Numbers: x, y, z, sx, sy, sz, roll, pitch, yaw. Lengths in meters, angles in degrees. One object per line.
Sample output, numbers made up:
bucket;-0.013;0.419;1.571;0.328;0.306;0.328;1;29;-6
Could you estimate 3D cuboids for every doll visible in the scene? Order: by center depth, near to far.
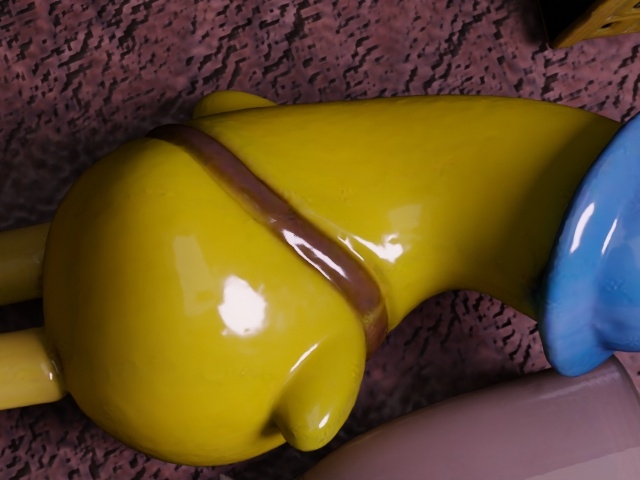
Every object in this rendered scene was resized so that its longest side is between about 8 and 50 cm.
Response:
doll;0.000;0.000;0.806;0.363;0.145;0.199;-12;54;6

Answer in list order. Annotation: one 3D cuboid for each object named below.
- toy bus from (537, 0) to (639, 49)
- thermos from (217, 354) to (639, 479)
toy bus;0.122;-0.268;0.905;0.123;0.121;0.335;-8;78;-16
thermos;0.049;0.137;0.822;0.193;0.105;0.137;-15;110;-4
